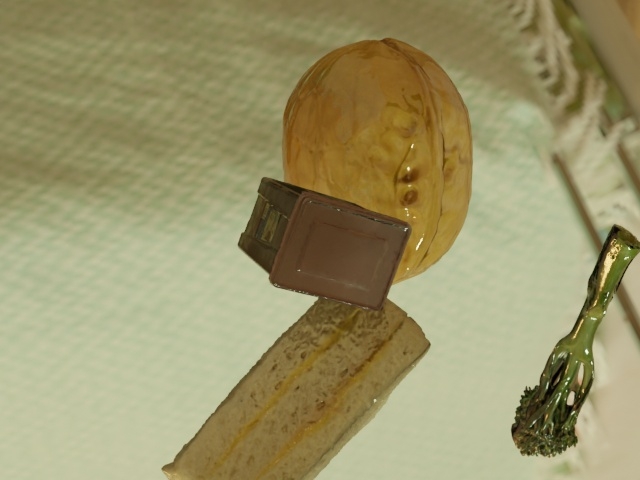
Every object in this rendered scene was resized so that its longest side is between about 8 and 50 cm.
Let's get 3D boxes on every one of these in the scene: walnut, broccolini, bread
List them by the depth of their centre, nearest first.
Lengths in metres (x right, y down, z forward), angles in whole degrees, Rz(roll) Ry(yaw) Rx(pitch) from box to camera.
[{"bbox_3d":[0.116,0.044,0.761,0.030,0.035,0.140,11,129,-4],"label":"broccolini"},{"bbox_3d":[-0.015,0.105,1.052,0.152,0.077,0.105,-42,170,-43],"label":"bread"},{"bbox_3d":[0.047,-0.061,1.369,0.159,0.159,0.207,-2,98,-19],"label":"walnut"}]

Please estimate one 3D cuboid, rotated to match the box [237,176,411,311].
[{"bbox_3d":[0.000,0.000,1.019,0.084,0.063,0.060,14,98,-33],"label":"box"}]
